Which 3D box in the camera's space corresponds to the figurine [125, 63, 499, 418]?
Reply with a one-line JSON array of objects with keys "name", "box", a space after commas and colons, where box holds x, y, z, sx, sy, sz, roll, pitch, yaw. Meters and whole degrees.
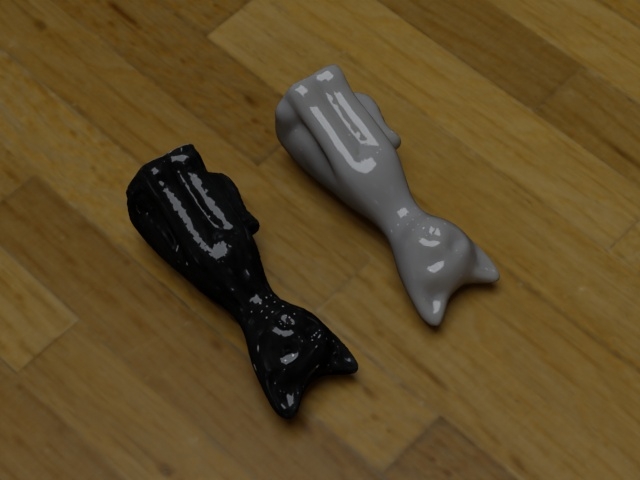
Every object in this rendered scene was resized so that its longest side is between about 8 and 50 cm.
[{"name": "figurine", "box": [0.000, 0.000, 1.176, 0.215, 0.092, 0.209, -30, 70, -16]}]
